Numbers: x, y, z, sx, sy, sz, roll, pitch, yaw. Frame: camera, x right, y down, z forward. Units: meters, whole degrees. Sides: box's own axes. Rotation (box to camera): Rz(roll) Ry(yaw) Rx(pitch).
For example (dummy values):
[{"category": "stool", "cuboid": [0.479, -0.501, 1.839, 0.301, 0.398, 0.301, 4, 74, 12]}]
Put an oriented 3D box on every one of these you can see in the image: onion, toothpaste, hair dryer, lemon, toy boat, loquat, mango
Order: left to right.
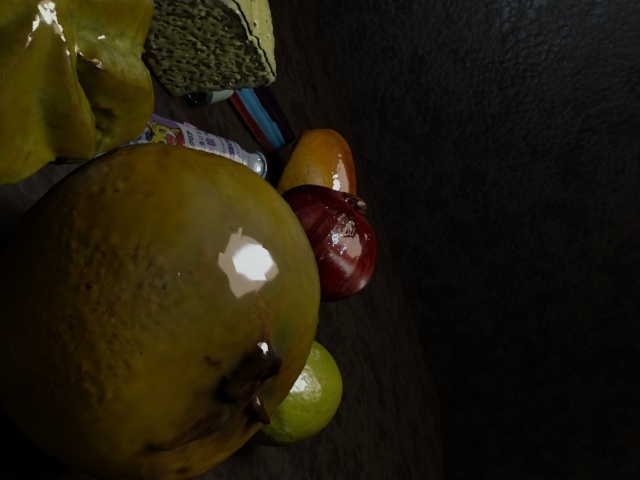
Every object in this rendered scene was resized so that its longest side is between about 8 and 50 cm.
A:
[{"category": "loquat", "cuboid": [-0.169, 0.056, 0.669, 0.359, 0.328, 0.328, 32, -15, 36]}, {"category": "toothpaste", "cuboid": [-0.209, -0.134, 1.004, 0.299, 0.073, 0.114, 10, 66, -49]}, {"category": "hair dryer", "cuboid": [-0.216, -0.379, 1.304, 0.219, 0.088, 0.225, -28, 97, -60]}, {"category": "toy boat", "cuboid": [-0.163, -0.336, 1.523, 0.392, 0.079, 0.136, 55, 25, -48]}, {"category": "lemon", "cuboid": [-0.065, 0.242, 1.078, 0.248, 0.184, 0.184, 18, 58, -63]}, {"category": "mango", "cuboid": [-0.017, -0.108, 1.644, 0.201, 0.199, 0.351, 10, 79, -46]}, {"category": "onion", "cuboid": [0.000, 0.000, 1.439, 0.276, 0.276, 0.277, -15, 90, -76]}]

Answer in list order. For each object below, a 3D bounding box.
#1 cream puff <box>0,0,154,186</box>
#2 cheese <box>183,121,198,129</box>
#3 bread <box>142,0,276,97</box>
[{"category": "cream puff", "cuboid": [-0.279, -0.170, 0.510, 0.323, 0.269, 0.275, -69, 137, -73]}, {"category": "cheese", "cuboid": [-0.201, -0.078, 1.123, 0.155, 0.062, 0.245, 2, 76, -74]}, {"category": "bread", "cuboid": [-0.199, -0.429, 1.114, 0.279, 0.248, 0.316, 66, 29, -51]}]
